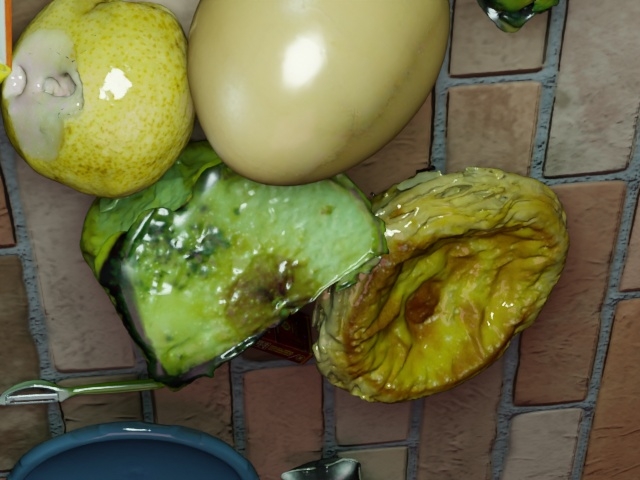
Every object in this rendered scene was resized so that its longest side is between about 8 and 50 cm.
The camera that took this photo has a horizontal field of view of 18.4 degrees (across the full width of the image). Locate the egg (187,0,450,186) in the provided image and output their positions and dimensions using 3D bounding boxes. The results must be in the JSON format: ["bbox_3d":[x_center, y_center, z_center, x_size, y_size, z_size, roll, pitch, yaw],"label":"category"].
[{"bbox_3d":[-0.007,-0.152,1.591,0.201,0.244,0.201,20,151,11],"label":"egg"}]

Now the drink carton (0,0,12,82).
[{"bbox_3d":[-0.392,-0.105,1.633,0.111,0.154,0.351,23,132,-32],"label":"drink carton"}]

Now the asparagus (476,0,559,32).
[{"bbox_3d":[0.202,-0.326,1.498,0.108,0.128,0.382,-26,157,-42],"label":"asparagus"}]

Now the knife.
[{"bbox_3d":[-0.255,0.157,2.094,0.184,0.026,0.022,-4,-179,-9],"label":"knife"}]

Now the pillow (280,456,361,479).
[{"bbox_3d":[0.018,0.290,2.287,0.091,0.055,0.135,9,148,31],"label":"pillow"}]

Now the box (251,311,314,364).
[{"bbox_3d":[-0.047,0.091,2.024,0.082,0.051,0.023,21,135,-32],"label":"box"}]

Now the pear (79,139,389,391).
[{"bbox_3d":[-0.093,-0.015,1.763,0.238,0.255,0.164,-34,110,-3],"label":"pear"}]

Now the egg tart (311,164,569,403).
[{"bbox_3d":[0.102,0.030,1.894,0.295,0.116,0.294,-22,138,-22],"label":"egg tart"}]

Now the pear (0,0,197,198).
[{"bbox_3d":[-0.180,-0.127,1.643,0.178,0.178,0.178,-5,142,-4],"label":"pear"}]

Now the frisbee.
[{"bbox_3d":[-0.211,0.275,2.226,0.290,0.049,0.289,-2,141,-2],"label":"frisbee"}]
